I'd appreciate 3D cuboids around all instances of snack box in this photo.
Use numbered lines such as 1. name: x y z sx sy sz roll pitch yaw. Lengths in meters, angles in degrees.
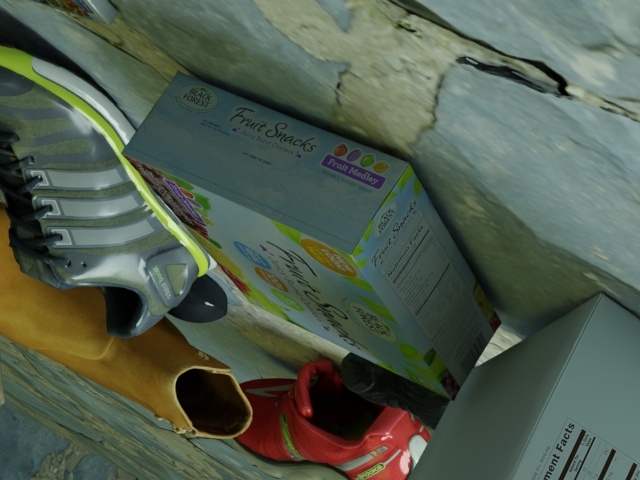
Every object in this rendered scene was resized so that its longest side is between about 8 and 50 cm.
1. snack box: 0.000 0.000 1.061 0.174 0.070 0.207 24 165 30

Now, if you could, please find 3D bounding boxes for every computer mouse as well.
1. computer mouse: -0.188 0.006 1.538 0.242 0.041 0.071 31 167 7

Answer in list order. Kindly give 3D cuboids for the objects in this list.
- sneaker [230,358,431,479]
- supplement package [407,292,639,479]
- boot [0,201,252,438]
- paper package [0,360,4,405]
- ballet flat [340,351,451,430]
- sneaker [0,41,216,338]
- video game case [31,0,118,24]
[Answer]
1. sneaker: 0.003 0.153 1.573 0.279 0.107 0.118 10 136 49
2. supplement package: 0.175 0.167 1.030 0.203 0.149 0.194 34 154 -7
3. boot: -0.191 0.069 1.484 0.211 0.104 0.295 27 174 41
4. paper package: -0.514 0.050 1.879 0.325 0.168 0.309 43 -165 -34
5. ballet flat: 0.083 0.109 1.329 0.049 0.057 0.173 -8 -165 -37
6. sneaker: -0.181 -0.036 1.216 0.111 0.121 0.300 13 156 51
7. video game case: -0.182 -0.166 1.010 0.122 0.011 0.087 21 161 38
